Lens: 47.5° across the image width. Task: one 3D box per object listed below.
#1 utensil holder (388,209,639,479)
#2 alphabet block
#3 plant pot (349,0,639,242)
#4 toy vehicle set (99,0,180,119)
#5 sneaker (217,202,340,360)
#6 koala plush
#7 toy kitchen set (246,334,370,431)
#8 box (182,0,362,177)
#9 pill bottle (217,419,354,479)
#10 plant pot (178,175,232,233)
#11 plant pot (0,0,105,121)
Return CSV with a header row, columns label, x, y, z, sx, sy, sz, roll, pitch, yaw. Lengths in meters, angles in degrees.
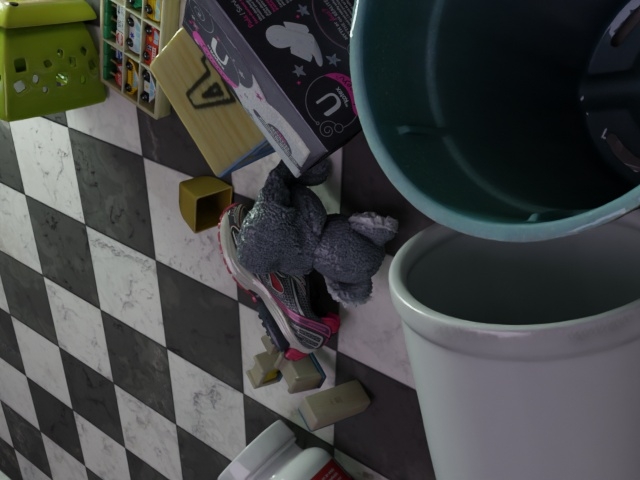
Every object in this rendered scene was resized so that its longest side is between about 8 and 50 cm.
label,x,y,z,sx,sy,sz,roll,pitch,yaw
utensil holder,0.273,0.184,0.883,0.328,0.328,0.385,7,119,39
alphabet block,-0.093,-0.237,1.062,0.193,0.192,0.197,-29,92,45
plant pot,0.262,-0.164,0.628,0.341,0.334,0.341,-3,86,47
toy vehicle set,-0.328,-0.373,1.304,0.166,0.035,0.266,34,132,23
sneaker,-0.076,0.060,1.292,0.112,0.121,0.299,-33,89,18
koala plush,0.000,0.000,1.131,0.221,0.203,0.196,25,118,5
toy kitchen set,-0.030,0.280,1.388,0.207,0.122,0.166,58,142,29
box,-0.035,-0.221,0.864,0.247,0.142,0.163,54,164,-3
pill bottle,-0.004,0.561,1.420,0.407,0.229,0.229,45,136,12
plant pot,-0.222,-0.077,1.355,0.083,0.082,0.081,40,136,35
plant pot,-0.567,-0.374,1.389,0.228,0.227,0.207,28,124,28
